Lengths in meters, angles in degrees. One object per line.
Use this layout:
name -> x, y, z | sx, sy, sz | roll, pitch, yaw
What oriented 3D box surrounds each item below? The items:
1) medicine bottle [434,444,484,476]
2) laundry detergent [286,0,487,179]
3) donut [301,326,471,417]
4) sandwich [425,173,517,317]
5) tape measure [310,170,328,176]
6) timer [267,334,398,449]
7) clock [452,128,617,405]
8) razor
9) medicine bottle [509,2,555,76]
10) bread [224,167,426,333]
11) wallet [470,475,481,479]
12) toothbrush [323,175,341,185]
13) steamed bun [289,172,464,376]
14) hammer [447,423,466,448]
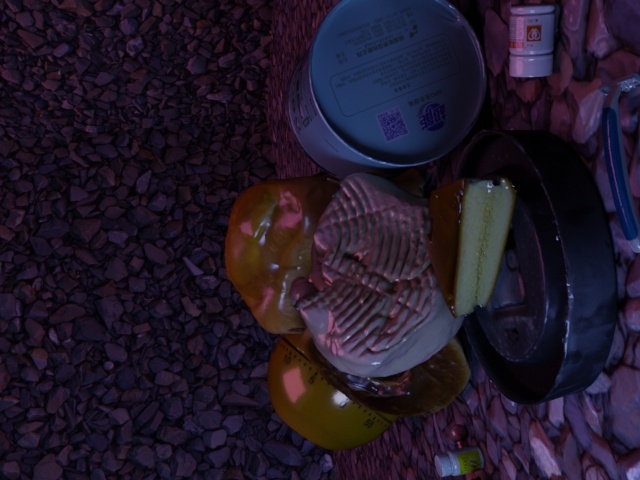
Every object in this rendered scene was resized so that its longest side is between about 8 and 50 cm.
medicine bottle -> 0.257, 0.409, 1.444 | 0.047, 0.083, 0.047 | 171, 90, -78
laundry detergent -> 0.093, -0.248, 1.331 | 0.305, 0.287, 0.288 | 169, 94, -80
donut -> 0.123, 0.191, 1.473 | 0.160, 0.329, 0.330 | -79, -6, -47
sandwich -> 0.198, -0.011, 1.043 | 0.088, 0.090, 0.245 | -114, 17, -46
tape measure -> 0.075, -0.100, 1.801 | 0.186, 0.199, 0.112 | 43, -143, -34
timer -> 0.064, 0.290, 1.862 | 0.387, 0.376, 0.376 | -54, 10, -4
clock -> 0.280, 0.034, 1.088 | 0.386, 0.076, 0.387 | 172, 90, -80
razor -> 0.329, -0.081, 0.847 | 0.068, 0.037, 0.191 | -179, 83, -78
medicine bottle -> 0.270, -0.257, 0.998 | 0.057, 0.057, 0.089 | -125, 29, -69
bread -> 0.000, 0.000, 1.601 | 0.250, 0.394, 0.361 | -124, 39, -53
wallet -> 0.309, 0.556, 1.343 | 0.146, 0.030, 0.286 | 69, -175, -59
toothbrush -> 0.136, -0.060, 1.379 | 0.026, 0.294, 0.028 | -5, -67, -71
steamed bun -> 0.101, 0.068, 1.229 | 0.206, 0.275, 0.320 | 50, -125, -59
hammer -> 0.273, 0.399, 1.508 | 0.053, 0.031, 0.083 | 94, 159, -60
